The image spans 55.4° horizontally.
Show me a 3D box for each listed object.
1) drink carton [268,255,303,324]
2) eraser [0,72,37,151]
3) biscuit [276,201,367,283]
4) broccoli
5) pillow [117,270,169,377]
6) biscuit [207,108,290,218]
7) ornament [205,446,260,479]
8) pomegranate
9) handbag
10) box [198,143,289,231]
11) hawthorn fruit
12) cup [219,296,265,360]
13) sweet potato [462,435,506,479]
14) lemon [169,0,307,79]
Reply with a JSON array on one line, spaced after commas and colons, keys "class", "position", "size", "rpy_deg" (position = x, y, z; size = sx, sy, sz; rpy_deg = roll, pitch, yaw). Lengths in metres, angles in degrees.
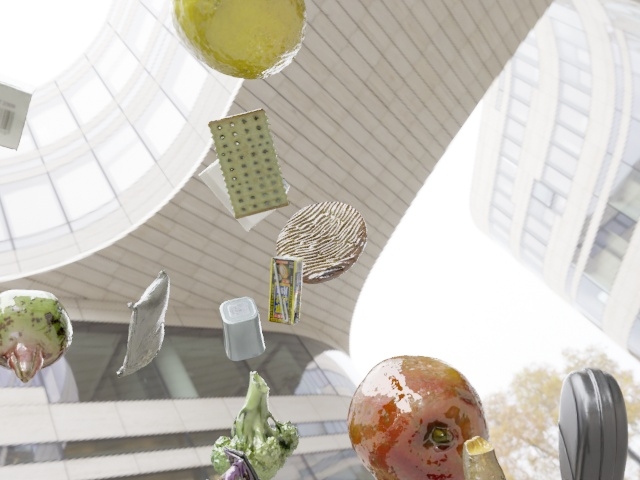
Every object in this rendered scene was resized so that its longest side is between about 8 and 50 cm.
[{"class": "drink carton", "position": [-0.087, 0.124, 1.530], "size": [0.056, 0.071, 0.166], "rpy_deg": [-11, -75, -68]}, {"class": "eraser", "position": [-0.624, -0.238, 0.852], "size": [0.404, 0.096, 0.098], "rpy_deg": [17, -76, -25]}, {"class": "biscuit", "position": [0.000, 0.000, 1.997], "size": [0.318, 0.318, 0.040], "rpy_deg": [-37, -41, -5]}, {"class": "broccoli", "position": [-0.166, 0.591, 1.828], "size": [0.254, 0.186, 0.302], "rpy_deg": [42, -110, -25]}, {"class": "pillow", "position": [-0.418, 0.212, 1.472], "size": [0.169, 0.059, 0.255], "rpy_deg": [-51, -18, -57]}, {"class": "biscuit", "position": [-0.158, -0.172, 1.380], "size": [0.139, 0.016, 0.231], "rpy_deg": [-15, -72, -6]}, {"class": "ornament", "position": [-0.203, 0.485, 1.113], "size": [0.203, 0.088, 0.081], "rpy_deg": [-44, -71, -36]}, {"class": "pomegranate", "position": [-0.689, 0.237, 1.437], "size": [0.214, 0.248, 0.214], "rpy_deg": [-15, -49, -18]}, {"class": "handbag", "position": [0.570, 0.420, 1.300], "size": [0.093, 0.254, 0.308], "rpy_deg": [1, -71, 9]}, {"class": "box", "position": [-0.209, -0.170, 1.750], "size": [0.116, 0.274, 0.203], "rpy_deg": [-36, -79, 16]}, {"class": "hawthorn fruit", "position": [0.273, 0.500, 1.652], "size": [0.403, 0.403, 0.403], "rpy_deg": [-21, -45, -22]}, {"class": "cup", "position": [-0.196, 0.208, 1.506], "size": [0.095, 0.128, 0.129], "rpy_deg": [-11, -54, -13]}, {"class": "sweet potato", "position": [0.290, 0.447, 1.006], "size": [0.077, 0.244, 0.077], "rpy_deg": [-13, -25, -6]}, {"class": "lemon", "position": [-0.175, -0.476, 1.279], "size": [0.322, 0.268, 0.268], "rpy_deg": [15, -65, -33]}]
